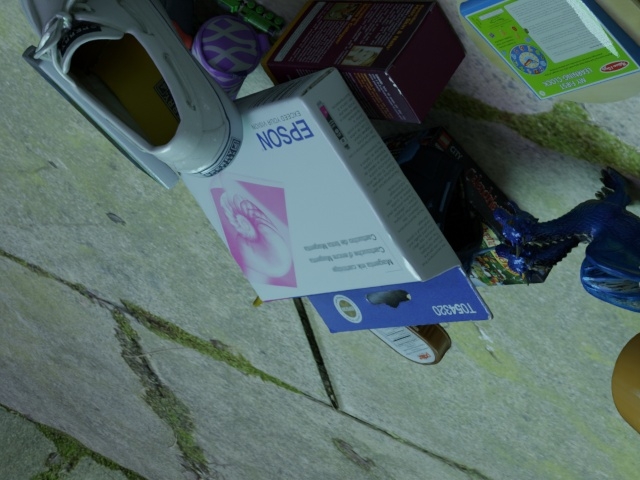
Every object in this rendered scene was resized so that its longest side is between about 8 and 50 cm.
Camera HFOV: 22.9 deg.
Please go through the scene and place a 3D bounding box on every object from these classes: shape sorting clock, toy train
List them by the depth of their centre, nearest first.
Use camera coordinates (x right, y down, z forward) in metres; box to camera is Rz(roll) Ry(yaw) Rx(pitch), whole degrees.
[{"bbox_3d":[0.227,-0.202,1.500,0.206,0.040,0.206,25,152,14],"label":"shape sorting clock"},{"bbox_3d":[-0.080,-0.260,1.804,0.083,0.024,0.017,32,156,7],"label":"toy train"}]

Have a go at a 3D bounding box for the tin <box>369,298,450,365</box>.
[{"bbox_3d":[0.101,0.112,2.254,0.189,0.040,0.106,39,160,-11],"label":"tin"}]

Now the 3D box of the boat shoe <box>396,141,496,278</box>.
[{"bbox_3d":[0.141,0.001,1.802,0.089,0.109,0.258,15,151,27],"label":"boat shoe"}]

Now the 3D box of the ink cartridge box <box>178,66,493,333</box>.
[{"bbox_3d":[-0.004,-0.016,1.764,0.324,0.071,0.330,-11,115,57],"label":"ink cartridge box"}]

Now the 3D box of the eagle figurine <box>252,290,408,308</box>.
[{"bbox_3d":[-0.010,0.006,2.070,0.298,0.225,0.226,10,-117,-77],"label":"eagle figurine"}]

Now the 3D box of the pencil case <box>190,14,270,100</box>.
[{"bbox_3d":[-0.127,-0.200,1.912,0.206,0.088,0.086,137,118,-66],"label":"pencil case"}]

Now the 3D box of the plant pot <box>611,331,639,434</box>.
[{"bbox_3d":[0.434,0.176,1.781,0.205,0.205,0.188,45,170,-22],"label":"plant pot"}]

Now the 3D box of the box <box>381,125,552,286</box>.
[{"bbox_3d":[0.157,-0.036,1.895,0.233,0.044,0.159,45,154,-23],"label":"box"}]

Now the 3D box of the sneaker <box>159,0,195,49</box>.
[{"bbox_3d":[-0.242,-0.210,1.910,0.131,0.148,0.350,8,162,-16],"label":"sneaker"}]

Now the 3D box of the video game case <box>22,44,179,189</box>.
[{"bbox_3d":[-0.268,-0.150,1.900,0.212,0.023,0.193,44,176,-19],"label":"video game case"}]

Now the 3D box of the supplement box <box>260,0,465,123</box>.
[{"bbox_3d":[0.044,-0.192,1.674,0.188,0.104,0.081,10,146,44],"label":"supplement box"}]

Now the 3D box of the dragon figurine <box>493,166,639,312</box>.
[{"bbox_3d":[0.324,0.019,1.661,0.289,0.144,0.085,28,156,14],"label":"dragon figurine"}]

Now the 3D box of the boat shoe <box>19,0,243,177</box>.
[{"bbox_3d":[-0.242,-0.210,1.681,0.367,0.136,0.156,51,-163,24],"label":"boat shoe"}]
